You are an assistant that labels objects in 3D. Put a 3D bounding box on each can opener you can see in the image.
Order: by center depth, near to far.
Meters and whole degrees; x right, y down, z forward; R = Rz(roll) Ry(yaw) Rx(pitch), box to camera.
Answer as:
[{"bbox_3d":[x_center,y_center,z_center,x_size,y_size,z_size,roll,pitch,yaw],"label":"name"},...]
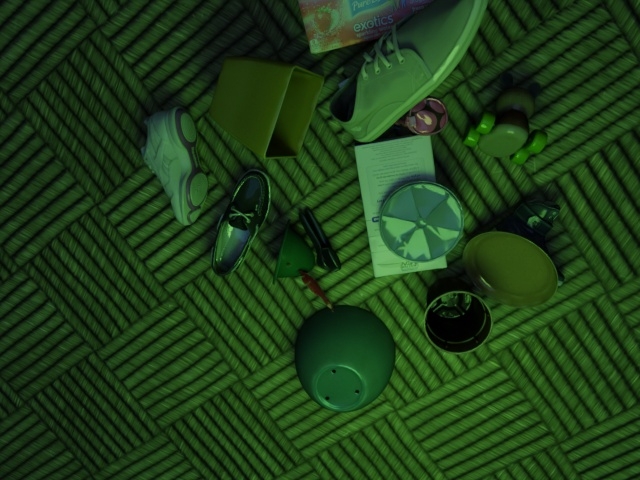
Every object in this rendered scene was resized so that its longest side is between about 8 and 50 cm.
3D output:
[{"bbox_3d":[0.000,0.000,1.332,0.073,0.059,0.186,-27,91,40],"label":"can opener"}]

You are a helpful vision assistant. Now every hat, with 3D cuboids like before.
[{"bbox_3d":[-0.020,0.057,1.302,0.183,0.208,0.173,14,64,-4],"label":"hat"}]

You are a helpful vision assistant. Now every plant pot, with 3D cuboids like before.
[{"bbox_3d":[-0.138,-0.330,1.189,0.187,0.212,0.212,24,107,14],"label":"plant pot"},{"bbox_3d":[0.472,0.068,1.241,0.236,0.032,0.236,26,139,25],"label":"plant pot"},{"bbox_3d":[0.342,0.180,1.277,0.167,0.165,0.167,2,105,7],"label":"plant pot"},{"bbox_3d":[0.060,0.346,1.343,0.290,0.195,0.290,2,105,6],"label":"plant pot"}]

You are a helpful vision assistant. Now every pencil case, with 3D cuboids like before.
[{"bbox_3d":[0.211,-0.292,1.142,0.098,0.209,0.095,-6,109,-7],"label":"pencil case"}]

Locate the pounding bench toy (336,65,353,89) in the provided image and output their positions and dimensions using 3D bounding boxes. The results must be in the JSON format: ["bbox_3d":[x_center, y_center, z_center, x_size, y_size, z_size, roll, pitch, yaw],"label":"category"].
[{"bbox_3d":[0.069,-0.382,1.209,0.052,0.065,0.083,-26,102,13],"label":"pounding bench toy"}]

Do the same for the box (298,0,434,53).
[{"bbox_3d":[0.115,-0.524,1.092,0.300,0.154,0.142,-7,118,16],"label":"box"}]

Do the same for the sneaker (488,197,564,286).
[{"bbox_3d":[0.562,-0.002,1.240,0.226,0.086,0.163,39,109,-3],"label":"sneaker"}]

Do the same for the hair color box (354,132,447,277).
[{"bbox_3d":[0.201,-0.090,1.252,0.185,0.110,0.339,-8,102,7],"label":"hair color box"}]

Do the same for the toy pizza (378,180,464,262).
[{"bbox_3d":[0.240,-0.044,1.190,0.201,0.032,0.201,1,106,4],"label":"toy pizza"}]

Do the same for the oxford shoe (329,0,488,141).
[{"bbox_3d":[0.159,-0.362,1.016,0.130,0.169,0.449,19,147,-24],"label":"oxford shoe"}]

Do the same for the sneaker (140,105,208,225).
[{"bbox_3d":[-0.387,-0.191,1.314,0.152,0.114,0.305,-1,101,22],"label":"sneaker"}]

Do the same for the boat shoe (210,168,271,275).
[{"bbox_3d":[-0.212,-0.042,1.325,0.114,0.091,0.302,18,107,2],"label":"boat shoe"}]

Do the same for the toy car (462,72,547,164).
[{"bbox_3d":[0.448,-0.302,1.173,0.155,0.149,0.188,20,78,-2],"label":"toy car"}]
